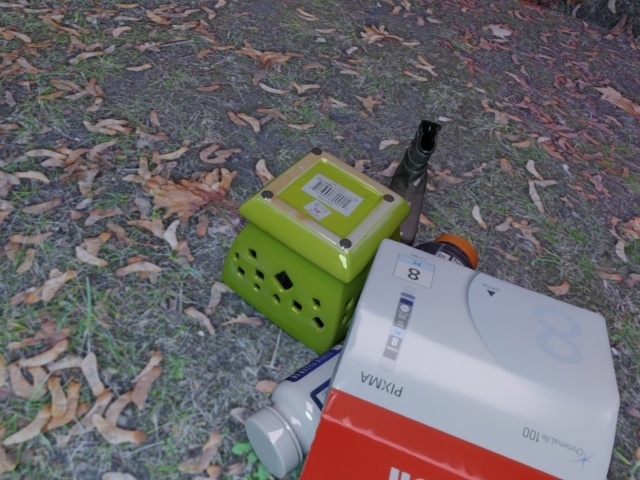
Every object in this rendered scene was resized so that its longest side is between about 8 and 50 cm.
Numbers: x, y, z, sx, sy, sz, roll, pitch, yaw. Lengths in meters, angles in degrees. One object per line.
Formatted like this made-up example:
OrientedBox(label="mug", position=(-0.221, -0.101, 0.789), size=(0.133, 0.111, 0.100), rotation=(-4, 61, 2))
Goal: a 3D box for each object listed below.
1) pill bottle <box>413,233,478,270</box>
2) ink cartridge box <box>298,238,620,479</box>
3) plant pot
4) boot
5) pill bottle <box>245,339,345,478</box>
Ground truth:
OrientedBox(label="pill bottle", position=(0.169, 0.090, 0.848), size=(0.130, 0.131, 0.245), rotation=(33, 49, 15))
OrientedBox(label="ink cartridge box", position=(0.165, 0.178, 0.577), size=(0.307, 0.091, 0.385), rotation=(21, 37, 6))
OrientedBox(label="plant pot", position=(0.000, 0.000, 0.833), size=(0.228, 0.207, 0.227), rotation=(33, 50, 16))
OrientedBox(label="boot", position=(0.173, -0.118, 1.013), size=(0.083, 0.161, 0.247), rotation=(17, 47, 1))
OrientedBox(label="pill bottle", position=(-0.001, 0.221, 0.698), size=(0.186, 0.112, 0.112), rotation=(-27, 60, -32))
